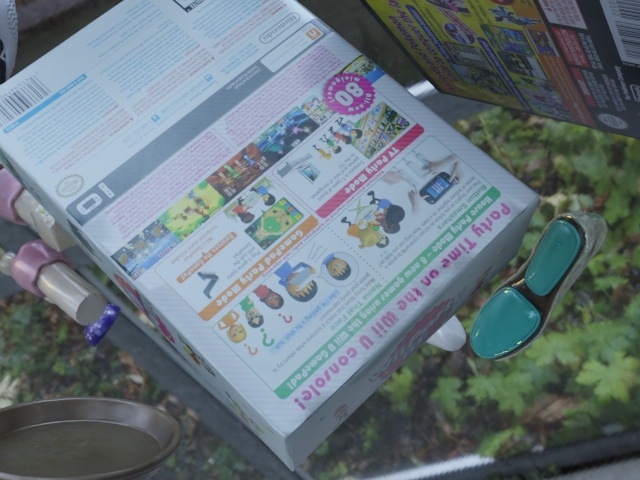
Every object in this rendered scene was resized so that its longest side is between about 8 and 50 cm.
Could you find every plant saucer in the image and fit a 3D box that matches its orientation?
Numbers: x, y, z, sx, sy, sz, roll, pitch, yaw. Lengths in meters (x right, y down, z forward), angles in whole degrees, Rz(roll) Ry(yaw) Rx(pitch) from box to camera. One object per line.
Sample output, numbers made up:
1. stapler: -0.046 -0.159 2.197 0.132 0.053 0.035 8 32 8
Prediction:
1. plant saucer: -0.317 0.262 1.178 0.277 0.277 0.041 15 106 46

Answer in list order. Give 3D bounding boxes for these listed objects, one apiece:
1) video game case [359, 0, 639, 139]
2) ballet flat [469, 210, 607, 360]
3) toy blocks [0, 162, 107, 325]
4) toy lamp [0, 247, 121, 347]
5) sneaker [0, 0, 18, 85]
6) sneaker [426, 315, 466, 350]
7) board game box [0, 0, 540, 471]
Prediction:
1. video game case: 0.151 -0.139 0.624 0.248 0.275 0.035 19 85 29
2. ballet flat: 0.189 0.043 0.788 0.057 0.052 0.168 53 132 26
3. toy blocks: -0.274 -0.127 1.064 0.288 0.309 0.260 -35 49 -29
4. toy lamp: -0.425 0.054 1.339 0.080 0.274 0.080 -50 12 15
5. sneaker: -0.564 -0.208 1.237 0.366 0.210 0.137 -53 51 21
6. sneaker: 0.090 0.098 1.202 0.212 0.080 0.094 33 101 28
7. board game box: -0.045 -0.037 0.622 0.224 0.097 0.303 -41 70 -18
